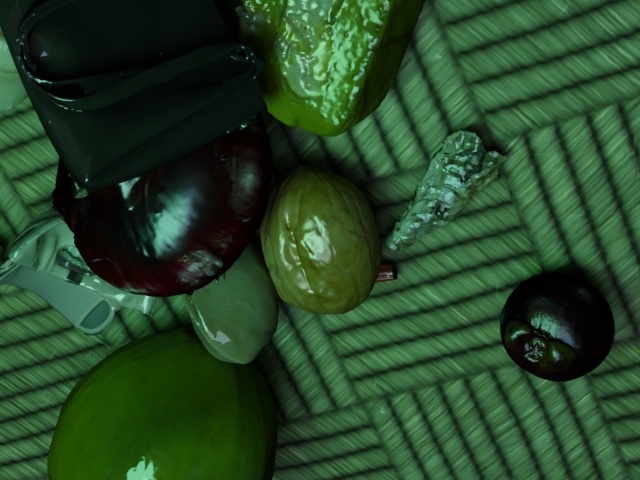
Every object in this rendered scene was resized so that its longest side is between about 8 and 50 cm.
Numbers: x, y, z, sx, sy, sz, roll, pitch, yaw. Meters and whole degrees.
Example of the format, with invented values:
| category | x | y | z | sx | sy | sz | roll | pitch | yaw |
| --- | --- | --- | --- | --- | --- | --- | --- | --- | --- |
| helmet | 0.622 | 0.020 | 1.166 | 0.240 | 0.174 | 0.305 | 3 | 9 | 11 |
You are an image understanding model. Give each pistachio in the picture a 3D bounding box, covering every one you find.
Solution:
| category | x | y | z | sx | sy | sz | roll | pitch | yaw |
| --- | --- | --- | --- | --- | --- | --- | --- | --- | --- |
| pistachio | -0.127 | 0.061 | 1.671 | 0.126 | 0.223 | 0.152 | -33 | 152 | 31 |

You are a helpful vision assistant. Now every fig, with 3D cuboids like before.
| category | x | y | z | sx | sy | sz | roll | pitch | yaw |
| --- | --- | --- | --- | --- | --- | --- | --- | --- | --- |
| fig | -0.212 | 0.283 | 1.749 | 0.343 | 0.343 | 0.343 | 6 | 122 | 11 |

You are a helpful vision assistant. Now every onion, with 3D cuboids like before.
| category | x | y | z | sx | sy | sz | roll | pitch | yaw |
| --- | --- | --- | --- | --- | --- | --- | --- | --- | --- |
| onion | -0.205 | -0.089 | 1.539 | 0.314 | 0.314 | 0.232 | -24 | 155 | 26 |

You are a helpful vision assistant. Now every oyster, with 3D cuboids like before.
| category | x | y | z | sx | sy | sz | roll | pitch | yaw |
| --- | --- | --- | --- | --- | --- | --- | --- | --- | --- |
| oyster | 0.161 | -0.056 | 1.593 | 0.106 | 0.061 | 0.200 | 21 | 123 | 0 |

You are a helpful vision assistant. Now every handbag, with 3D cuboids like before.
| category | x | y | z | sx | sy | sz | roll | pitch | yaw |
| --- | --- | --- | --- | --- | --- | --- | --- | --- | --- |
| handbag | -0.212 | -0.223 | 1.381 | 0.257 | 0.113 | 0.285 | -25 | 94 | -12 |

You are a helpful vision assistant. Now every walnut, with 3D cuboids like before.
| category | x | y | z | sx | sy | sz | roll | pitch | yaw |
| --- | --- | --- | --- | --- | --- | --- | --- | --- | --- |
| walnut | 0.000 | 0.000 | 1.615 | 0.159 | 0.159 | 0.207 | -9 | 111 | 19 |

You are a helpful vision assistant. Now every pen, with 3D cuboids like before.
| category | x | y | z | sx | sy | sz | roll | pitch | yaw |
| --- | --- | --- | --- | --- | --- | --- | --- | --- | --- |
| pen | -0.011 | 0.053 | 1.722 | 0.239 | 0.028 | 0.028 | -5 | 119 | 18 |

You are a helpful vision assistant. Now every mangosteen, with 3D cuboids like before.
| category | x | y | z | sx | sy | sz | roll | pitch | yaw |
| --- | --- | --- | --- | --- | --- | --- | --- | --- | --- |
| mangosteen | 0.304 | 0.118 | 1.610 | 0.152 | 0.152 | 0.152 | 6 | 122 | 11 |

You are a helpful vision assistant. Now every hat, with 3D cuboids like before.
| category | x | y | z | sx | sy | sz | roll | pitch | yaw |
| --- | --- | --- | --- | --- | --- | --- | --- | --- | --- |
| hat | -0.354 | 0.032 | 1.770 | 0.219 | 0.164 | 0.226 | 28 | 166 | -29 |

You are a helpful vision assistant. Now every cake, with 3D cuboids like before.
| category | x | y | z | sx | sy | sz | roll | pitch | yaw |
| --- | --- | --- | --- | --- | --- | --- | --- | --- | --- |
| cake | 0.009 | -0.259 | 1.457 | 0.179 | 0.156 | 0.261 | 31 | 120 | 15 |

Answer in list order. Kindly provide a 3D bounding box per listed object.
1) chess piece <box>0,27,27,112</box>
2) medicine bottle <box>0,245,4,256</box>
| category | x | y | z | sx | sy | sz | roll | pitch | yaw |
| --- | --- | --- | --- | --- | --- | --- | --- | --- | --- |
| chess piece | -0.385 | -0.280 | 1.548 | 0.167 | 0.167 | 0.300 | 33 | 126 | -6 |
| medicine bottle | -0.578 | -0.004 | 1.767 | 0.225 | 0.139 | 0.139 | 35 | 122 | -8 |
